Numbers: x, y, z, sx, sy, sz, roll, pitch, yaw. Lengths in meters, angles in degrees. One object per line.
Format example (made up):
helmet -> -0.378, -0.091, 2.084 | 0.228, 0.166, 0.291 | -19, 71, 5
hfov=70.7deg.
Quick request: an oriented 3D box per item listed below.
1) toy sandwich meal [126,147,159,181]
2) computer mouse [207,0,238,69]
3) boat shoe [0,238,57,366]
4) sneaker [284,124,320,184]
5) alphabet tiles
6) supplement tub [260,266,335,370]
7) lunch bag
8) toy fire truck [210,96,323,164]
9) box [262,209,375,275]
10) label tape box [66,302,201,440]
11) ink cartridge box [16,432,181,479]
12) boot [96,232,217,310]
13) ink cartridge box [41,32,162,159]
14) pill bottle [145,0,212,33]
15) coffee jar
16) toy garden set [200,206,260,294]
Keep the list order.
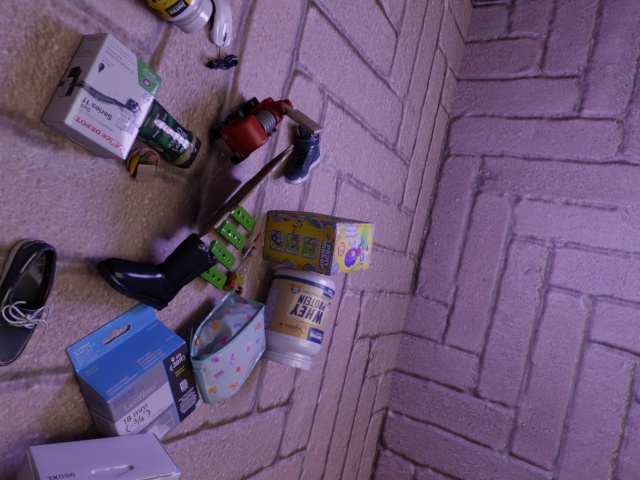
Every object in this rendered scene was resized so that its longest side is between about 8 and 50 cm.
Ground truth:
toy sandwich meal -> -0.415, -0.177, 1.063 | 0.085, 0.029, 0.086 | -28, 145, -22
computer mouse -> -0.262, -0.557, 1.202 | 0.106, 0.042, 0.193 | -27, 123, -52
boat shoe -> -0.576, 0.125, 0.876 | 0.095, 0.079, 0.255 | 32, 73, -58
sneaker -> -0.066, -0.306, 1.555 | 0.226, 0.086, 0.163 | -59, 157, -46
alphabet tiles -> -0.209, -0.130, 1.227 | 0.011, 0.285, 0.342 | 47, 58, -16
supplement tub -> -0.089, 0.272, 1.570 | 0.228, 0.228, 0.316 | 38, 63, -57
lunch bag -> -0.282, 0.321, 1.324 | 0.262, 0.160, 0.223 | -52, 154, -44
toy fire truck -> -0.141, -0.313, 1.250 | 0.158, 0.246, 0.217 | 57, 49, -24
box -> 0.000, 0.000, 1.596 | 0.290, 0.279, 0.177 | -3, 102, -58
label tape box -> -0.451, 0.353, 1.136 | 0.240, 0.105, 0.334 | -38, 131, -48
ink cartridge box -> -0.512, 0.643, 0.966 | 0.285, 0.166, 0.395 | 16, 96, -46
boot -> -0.381, 0.052, 1.090 | 0.207, 0.094, 0.246 | -43, 149, -5
ink cartridge box -> -0.447, -0.294, 0.939 | 0.153, 0.086, 0.208 | 37, 70, -56
pill bottle -> -0.342, -0.566, 0.990 | 0.208, 0.119, 0.119 | 32, 72, -57
coffee jar -> -0.372, -0.253, 1.087 | 0.184, 0.079, 0.096 | 41, 65, -56
toy garden set -> -0.272, 0.035, 1.386 | 0.204, 0.049, 0.244 | 51, 56, -50
